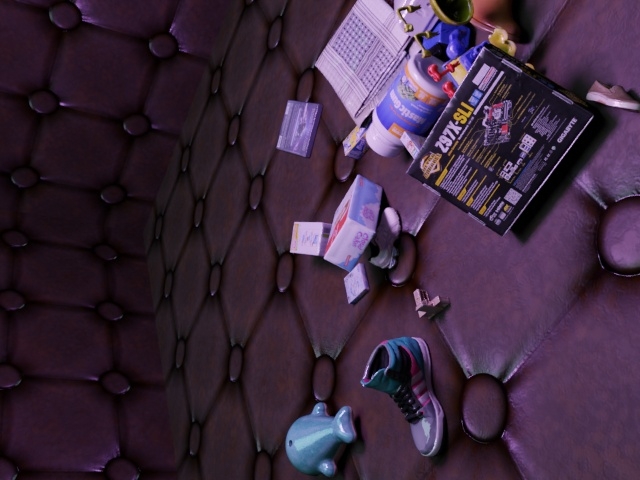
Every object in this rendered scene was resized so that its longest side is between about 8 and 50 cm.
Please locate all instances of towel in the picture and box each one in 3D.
[{"bbox_3d":[0.132,-0.544,2.001,0.312,0.056,0.324,-49,55,29],"label":"towel"}]

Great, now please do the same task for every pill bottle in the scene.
[{"bbox_3d":[0.233,-0.347,1.800,0.272,0.153,0.152,-53,38,44],"label":"pill bottle"}]

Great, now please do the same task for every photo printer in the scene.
[{"bbox_3d":[0.293,-0.701,1.789,0.256,0.107,0.307,-55,15,34],"label":"photo printer"}]

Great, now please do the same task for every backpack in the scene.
[{"bbox_3d":[0.324,-0.521,1.762,0.120,0.098,0.101,159,123,-71],"label":"backpack"}]

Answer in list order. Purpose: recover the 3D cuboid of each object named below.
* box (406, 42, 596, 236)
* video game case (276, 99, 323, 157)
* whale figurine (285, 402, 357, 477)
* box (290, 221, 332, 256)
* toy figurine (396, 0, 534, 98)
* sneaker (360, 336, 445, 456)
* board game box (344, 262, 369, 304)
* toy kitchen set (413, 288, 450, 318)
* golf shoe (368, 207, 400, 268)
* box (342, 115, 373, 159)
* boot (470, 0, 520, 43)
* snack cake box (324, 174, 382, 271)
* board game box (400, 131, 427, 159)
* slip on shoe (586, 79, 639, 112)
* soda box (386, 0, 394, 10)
[{"bbox_3d":[0.370,-0.205,1.425,0.257,0.079,0.321,35,121,11],"label":"box"},{"bbox_3d":[-0.082,-0.422,2.537,0.274,0.026,0.195,27,104,60],"label":"video game case"},{"bbox_3d":[-0.003,0.563,1.930,0.272,0.141,0.216,-46,42,45],"label":"whale figurine"},{"bbox_3d":[0.000,0.000,2.146,0.203,0.114,0.103,4,86,62],"label":"box"},{"bbox_3d":[0.316,-0.407,1.580,0.191,0.362,0.217,-38,1,-5],"label":"toy figurine"},{"bbox_3d":[0.188,0.363,1.613,0.124,0.179,0.295,-46,43,45],"label":"sneaker"},{"bbox_3d":[0.107,0.129,2.008,0.090,0.020,0.090,-49,40,43],"label":"board game box"},{"bbox_3d":[0.261,0.141,1.674,0.083,0.068,0.075,-47,42,44],"label":"toy kitchen set"},{"bbox_3d":[0.171,-0.012,1.873,0.069,0.086,0.176,-24,59,58],"label":"golf shoe"},{"bbox_3d":[0.136,-0.323,2.075,0.169,0.054,0.059,-45,44,46],"label":"box"},{"bbox_3d":[0.438,-0.604,1.596,0.220,0.109,0.283,-57,28,28],"label":"boot"},{"bbox_3d":[0.096,-0.054,1.912,0.152,0.089,0.264,-58,9,32],"label":"snack cake box"},{"bbox_3d":[0.278,-0.217,1.728,0.026,0.104,0.154,-62,33,29],"label":"board game box"},{"bbox_3d":[0.563,-0.275,1.291,0.135,0.052,0.041,-128,51,-64],"label":"slip on shoe"},{"bbox_3d":[0.170,-0.620,2.083,0.092,0.084,0.263,34,109,59],"label":"soda box"}]
